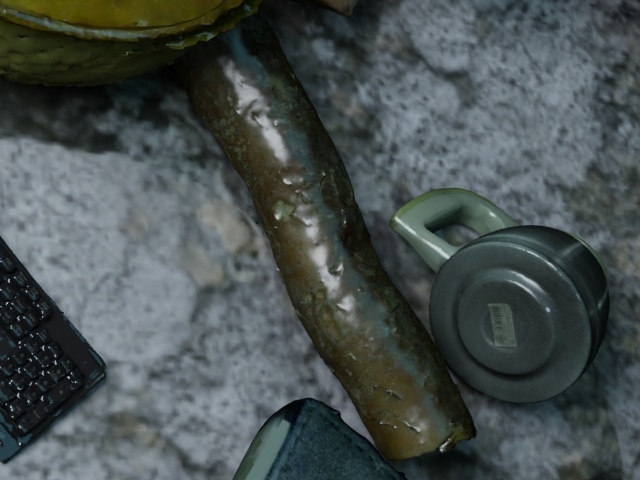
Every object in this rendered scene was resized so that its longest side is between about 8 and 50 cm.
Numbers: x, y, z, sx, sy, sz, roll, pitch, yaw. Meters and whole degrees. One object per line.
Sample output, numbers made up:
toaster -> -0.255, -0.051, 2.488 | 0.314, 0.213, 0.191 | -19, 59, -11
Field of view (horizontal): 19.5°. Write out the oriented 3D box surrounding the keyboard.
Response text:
keyboard -> -0.180, 0.005, 0.849 | 0.196, 0.015, 0.074 | 52, 50, -6

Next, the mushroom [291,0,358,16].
mushroom -> 0.030, -0.210, 1.005 | 0.204, 0.204, 0.204 | 15, 62, -31

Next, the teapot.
teapot -> 0.109, 0.018, 1.011 | 0.091, 0.092, 0.124 | -33, 98, -57

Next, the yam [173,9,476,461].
yam -> 0.000, 0.000, 0.957 | 0.061, 0.061, 0.252 | -26, 88, -41

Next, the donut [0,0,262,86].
donut -> -0.138, -0.188, 0.896 | 0.272, 0.107, 0.272 | 14, 57, -23

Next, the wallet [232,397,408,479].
wallet -> 0.080, 0.255, 0.903 | 0.379, 0.046, 0.190 | 41, 53, -19
